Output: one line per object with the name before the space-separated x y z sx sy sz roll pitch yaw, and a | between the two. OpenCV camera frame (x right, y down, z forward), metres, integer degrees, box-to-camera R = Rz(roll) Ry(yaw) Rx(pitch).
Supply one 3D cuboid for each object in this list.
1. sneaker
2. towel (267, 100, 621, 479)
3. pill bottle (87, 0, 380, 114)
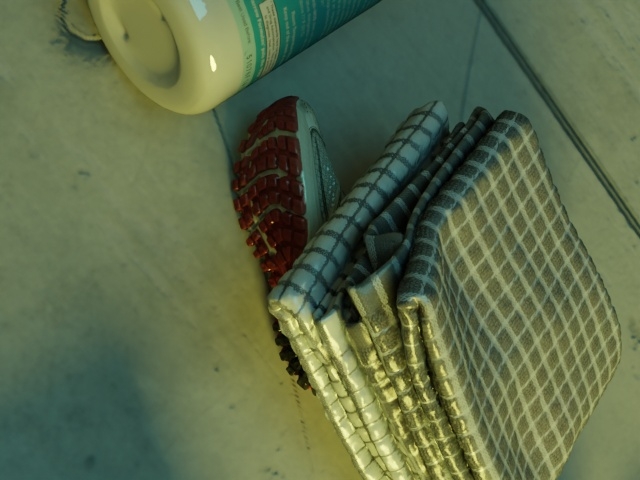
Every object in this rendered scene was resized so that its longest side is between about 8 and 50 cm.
sneaker | 0.000 0.000 1.140 0.092 0.088 0.225 -21 102 -37
towel | 0.112 0.066 1.108 0.235 0.121 0.284 -51 129 -35
pill bottle | -0.032 -0.213 1.101 0.264 0.146 0.146 -35 102 -28
